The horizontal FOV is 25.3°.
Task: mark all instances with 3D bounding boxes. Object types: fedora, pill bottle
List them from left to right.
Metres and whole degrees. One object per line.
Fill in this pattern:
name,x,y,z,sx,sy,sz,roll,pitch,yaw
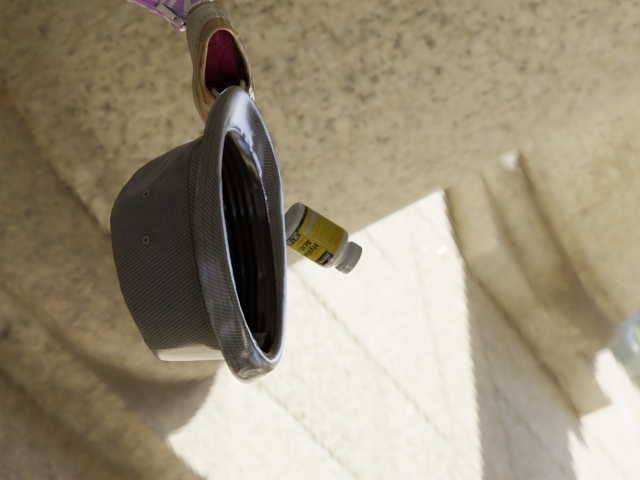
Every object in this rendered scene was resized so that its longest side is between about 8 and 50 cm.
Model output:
fedora,-0.114,0.004,1.309,0.243,0.124,0.275,60,24,-61
pill bottle,0.000,0.000,2.033,0.116,0.065,0.065,31,29,-17

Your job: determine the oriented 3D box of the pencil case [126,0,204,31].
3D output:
pencil case,-0.217,-0.294,1.543,0.206,0.086,0.088,22,59,-17

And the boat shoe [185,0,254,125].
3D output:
boat shoe,-0.098,-0.158,1.453,0.059,0.063,0.170,-121,-167,-51
